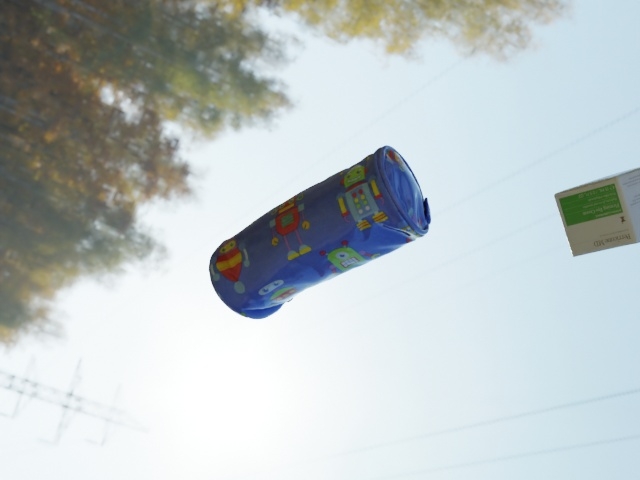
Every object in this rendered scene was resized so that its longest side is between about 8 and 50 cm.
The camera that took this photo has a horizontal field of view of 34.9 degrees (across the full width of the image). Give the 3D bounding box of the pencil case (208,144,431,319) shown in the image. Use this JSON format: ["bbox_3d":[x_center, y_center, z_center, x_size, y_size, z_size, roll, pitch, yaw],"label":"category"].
[{"bbox_3d":[0.000,0.000,1.304,0.306,0.133,0.119,-29,-138,28],"label":"pencil case"}]

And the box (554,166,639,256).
[{"bbox_3d":[0.369,-0.038,1.270,0.101,0.102,0.087,-17,-89,50],"label":"box"}]
